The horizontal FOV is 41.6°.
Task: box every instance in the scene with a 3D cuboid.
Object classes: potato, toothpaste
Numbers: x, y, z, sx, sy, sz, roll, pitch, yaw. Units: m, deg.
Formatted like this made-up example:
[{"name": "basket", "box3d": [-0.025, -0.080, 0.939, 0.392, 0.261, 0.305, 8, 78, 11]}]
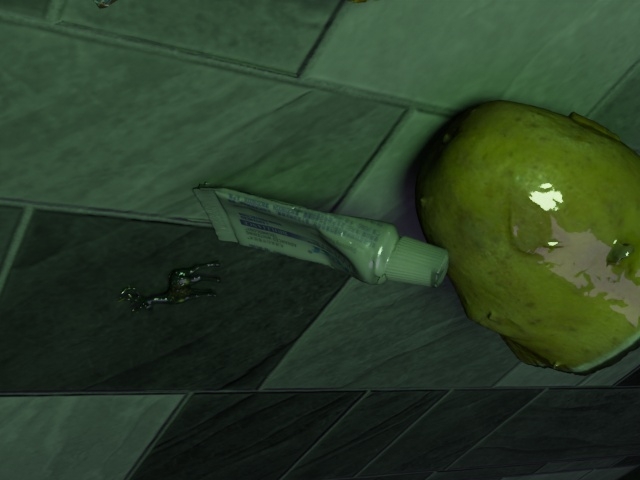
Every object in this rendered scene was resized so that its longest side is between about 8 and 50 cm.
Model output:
[{"name": "potato", "box3d": [0.236, -0.031, 1.001, 0.296, 0.397, 0.290, 32, 88, -9]}, {"name": "toothpaste", "box3d": [0.000, -0.002, 0.914, 0.282, 0.068, 0.099, 12, 122, 17]}]

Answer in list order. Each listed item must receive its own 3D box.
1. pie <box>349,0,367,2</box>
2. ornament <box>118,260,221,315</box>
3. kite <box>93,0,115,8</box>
[{"name": "pie", "box3d": [0.051, -0.304, 0.598, 0.308, 0.086, 0.308, -13, 144, -9]}, {"name": "ornament", "box3d": [-0.187, 0.060, 1.041, 0.125, 0.028, 0.073, -7, 145, -21]}, {"name": "kite", "box3d": [-0.196, -0.271, 0.582, 0.152, 0.015, 0.285, -35, 143, 21]}]
